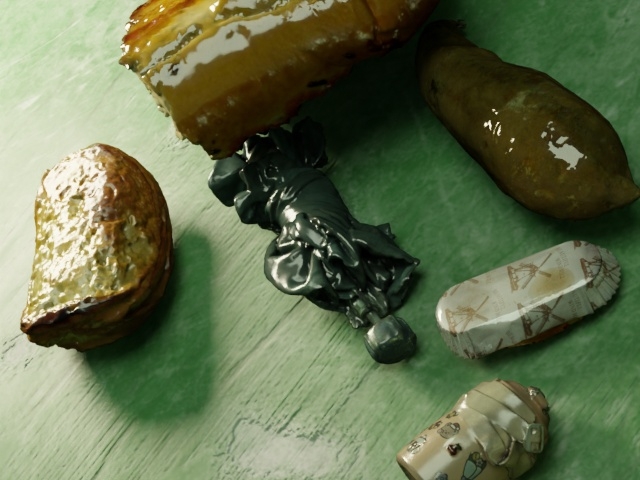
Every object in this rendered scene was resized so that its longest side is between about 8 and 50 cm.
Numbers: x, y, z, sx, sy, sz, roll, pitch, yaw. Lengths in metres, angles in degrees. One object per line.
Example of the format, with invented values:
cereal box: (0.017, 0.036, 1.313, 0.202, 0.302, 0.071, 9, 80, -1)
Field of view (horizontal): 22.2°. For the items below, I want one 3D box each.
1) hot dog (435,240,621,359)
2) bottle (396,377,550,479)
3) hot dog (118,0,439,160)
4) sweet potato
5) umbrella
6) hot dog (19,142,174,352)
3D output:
hot dog: (0.206, 0.057, 1.619, 0.192, 0.053, 0.099, -24, 50, 8)
bottle: (0.154, 0.188, 1.524, 0.152, 0.099, 0.099, -38, 47, -6)
hot dog: (-0.020, -0.263, 1.842, 0.365, 0.196, 0.367, -33, 18, 9)
sweet potato: (0.193, -0.138, 1.729, 0.130, 0.130, 0.422, -39, 40, -2)
umbrella: (0.001, -0.003, 1.749, 0.143, 0.094, 0.349, -37, 49, 6)
hot dog: (-0.256, 0.014, 1.869, 0.175, 0.114, 0.259, -18, 48, 23)
